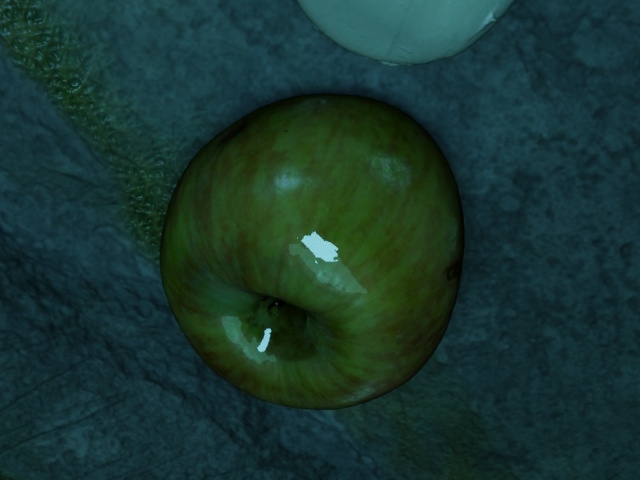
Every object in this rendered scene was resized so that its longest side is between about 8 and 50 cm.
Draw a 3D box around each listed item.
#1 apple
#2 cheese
[{"bbox_3d":[0.000,0.000,1.138,0.264,0.264,0.264,2,122,4],"label":"apple"},{"bbox_3d":[0.069,-0.227,1.029,0.198,0.154,0.189,26,126,-12],"label":"cheese"}]
